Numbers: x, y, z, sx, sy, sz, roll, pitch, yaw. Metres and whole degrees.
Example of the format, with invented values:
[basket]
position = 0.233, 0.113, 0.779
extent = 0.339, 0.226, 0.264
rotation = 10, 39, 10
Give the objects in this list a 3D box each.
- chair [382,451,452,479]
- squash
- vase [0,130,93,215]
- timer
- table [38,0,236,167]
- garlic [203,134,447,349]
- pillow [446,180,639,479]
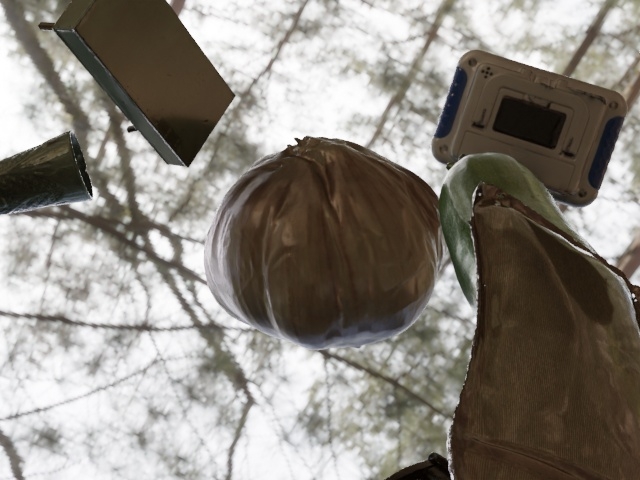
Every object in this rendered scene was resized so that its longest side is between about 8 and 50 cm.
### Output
[chair]
position = 0.198, 0.390, 1.357
extent = 0.319, 0.186, 0.160
rotation = -10, -160, -35
[squash]
position = 0.161, 0.011, 0.833
extent = 0.107, 0.107, 0.395
rotation = 23, -161, -14
[vase]
position = -0.416, -0.067, 1.328
extent = 0.219, 0.096, 0.096
rotation = -17, -143, -5
[timer]
position = 0.299, -0.162, 1.473
extent = 0.253, 0.178, 0.078
rotation = 18, -174, 10
[table]
position = -0.227, -0.214, 1.227
extent = 0.111, 0.122, 0.240
rotation = 12, 151, 38
[garlic]
position = 0.000, 0.000, 1.270
extent = 0.317, 0.260, 0.317
rotation = -1, -162, 0
[pillow]
position = 0.110, 0.062, 0.445
extent = 0.130, 0.038, 0.233
rotation = 32, -145, -14
